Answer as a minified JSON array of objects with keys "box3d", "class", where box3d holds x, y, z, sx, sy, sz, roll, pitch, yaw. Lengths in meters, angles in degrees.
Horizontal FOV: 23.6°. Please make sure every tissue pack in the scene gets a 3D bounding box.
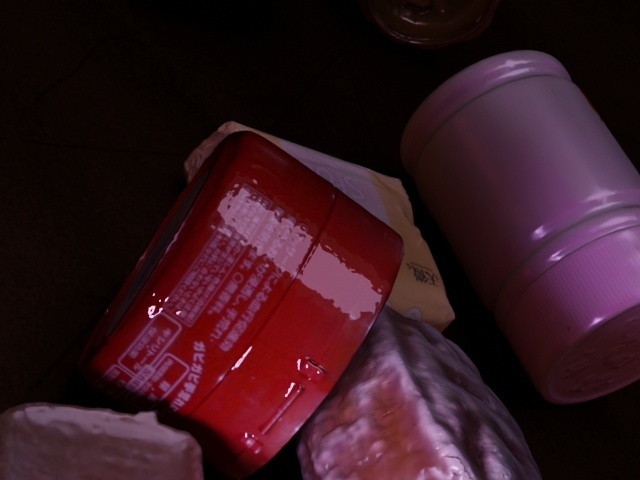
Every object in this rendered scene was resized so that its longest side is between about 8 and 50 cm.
[{"box3d":[0.000,0.000,1.358,0.222,0.090,0.186,16,41,-37],"class":"tissue pack"}]

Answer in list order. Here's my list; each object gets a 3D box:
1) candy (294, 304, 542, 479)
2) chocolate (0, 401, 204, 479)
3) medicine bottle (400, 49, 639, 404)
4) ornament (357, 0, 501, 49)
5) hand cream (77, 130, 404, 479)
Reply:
[{"box3d":[0.073,0.172,1.139,0.214,0.157,0.289,52,7,-28],"class":"candy"},{"box3d":[-0.143,0.218,0.923,0.161,0.083,0.261,14,39,-19],"class":"chocolate"},{"box3d":[0.233,-0.015,1.539,0.202,0.202,0.315,8,46,-45],"class":"medicine bottle"},{"box3d":[0.124,-0.365,1.875,0.221,0.235,0.217,-5,43,3],"class":"ornament"},{"box3d":[-0.060,0.044,1.103,0.149,0.230,0.230,33,31,-12],"class":"hand cream"}]
